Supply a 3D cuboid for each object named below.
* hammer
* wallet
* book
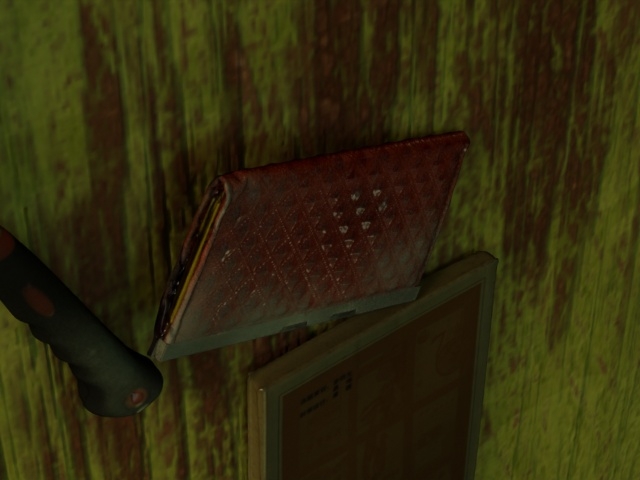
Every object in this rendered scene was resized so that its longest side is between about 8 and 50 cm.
[{"bbox_3d":[-0.142,0.004,0.777,0.111,0.033,0.287,-42,143,-7],"label":"hammer"},{"bbox_3d":[0.000,0.000,0.905,0.196,0.020,0.103,-12,131,-48],"label":"wallet"},{"bbox_3d":[0.030,0.129,1.072,0.170,0.018,0.241,-27,139,-27],"label":"book"}]
